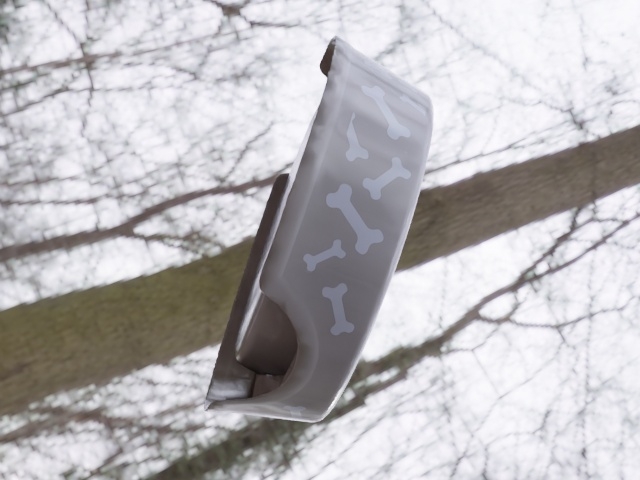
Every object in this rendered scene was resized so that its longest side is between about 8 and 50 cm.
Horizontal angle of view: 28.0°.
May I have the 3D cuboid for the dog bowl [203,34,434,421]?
[{"bbox_3d":[0.000,0.000,1.132,0.102,0.349,0.349,19,-49,-6],"label":"dog bowl"}]
